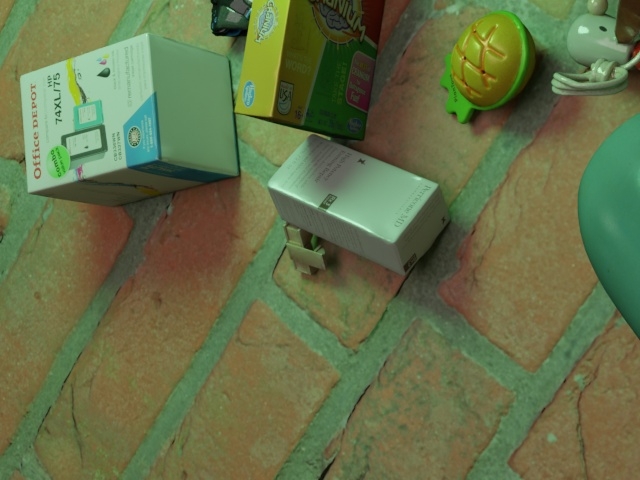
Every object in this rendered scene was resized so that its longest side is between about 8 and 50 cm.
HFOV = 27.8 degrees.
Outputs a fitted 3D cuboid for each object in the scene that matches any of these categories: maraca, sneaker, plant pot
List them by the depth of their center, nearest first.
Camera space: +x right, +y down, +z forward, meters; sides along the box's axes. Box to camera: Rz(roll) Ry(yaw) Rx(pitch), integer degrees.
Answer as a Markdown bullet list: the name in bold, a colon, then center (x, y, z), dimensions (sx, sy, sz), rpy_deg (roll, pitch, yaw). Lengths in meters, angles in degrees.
- **plant pot**: center (0.434, -0.020, 1.471), dimensions (0.293, 0.293, 0.235), rpy_deg (-52, 46, 19)
- **maraca**: center (0.219, -0.231, 1.735), dimensions (0.186, 0.099, 0.127), rpy_deg (-35, 57, 54)
- **sneaker**: center (-0.165, -0.383, 2.008), dimensions (0.217, 0.079, 0.121), rpy_deg (24, 98, 31)

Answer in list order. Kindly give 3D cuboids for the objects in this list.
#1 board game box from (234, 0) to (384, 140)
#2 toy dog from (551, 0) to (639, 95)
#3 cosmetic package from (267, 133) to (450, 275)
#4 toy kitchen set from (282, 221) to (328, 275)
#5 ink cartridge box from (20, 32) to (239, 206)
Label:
- **board game box**: center (-0.003, -0.311, 1.798), dimensions (0.064, 0.242, 0.316), rpy_deg (10, 92, 32)
- **toy dog**: center (0.443, -0.267, 1.538), dimensions (0.334, 0.220, 0.161), rpy_deg (5, 111, 25)
- **cosmetic package**: center (0.052, -0.053, 1.808), dimensions (0.231, 0.085, 0.117), rpy_deg (23, 62, 33)
- **toy kitchen set**: center (0.000, 0.000, 1.898), dimensions (0.068, 0.075, 0.083), rpy_deg (18, 136, 36)
- **ink cartridge box**: center (-0.298, -0.179, 2.009), dimensions (0.270, 0.197, 0.198), rpy_deg (-12, 79, 33)
